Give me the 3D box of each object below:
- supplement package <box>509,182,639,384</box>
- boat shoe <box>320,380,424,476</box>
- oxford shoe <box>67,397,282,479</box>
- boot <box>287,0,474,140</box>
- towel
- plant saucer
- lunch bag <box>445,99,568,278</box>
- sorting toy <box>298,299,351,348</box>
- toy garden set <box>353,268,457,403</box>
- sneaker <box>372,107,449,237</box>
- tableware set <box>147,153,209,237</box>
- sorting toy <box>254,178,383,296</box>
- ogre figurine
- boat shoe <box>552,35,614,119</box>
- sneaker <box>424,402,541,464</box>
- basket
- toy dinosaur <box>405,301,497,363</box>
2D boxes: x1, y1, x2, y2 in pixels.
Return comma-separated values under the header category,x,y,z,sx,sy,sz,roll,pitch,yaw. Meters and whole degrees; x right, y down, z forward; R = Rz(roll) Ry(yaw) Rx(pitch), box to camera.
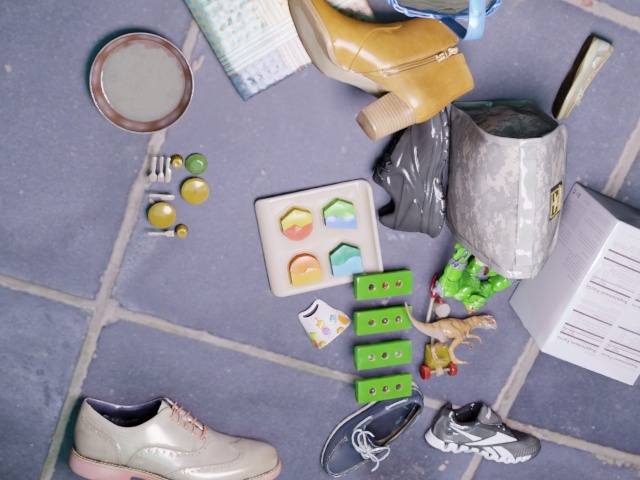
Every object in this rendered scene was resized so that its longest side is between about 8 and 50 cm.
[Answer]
category,x,y,z,sx,sy,sz,roll,pitch,yaw
supplement package,0.506,0.075,1.752,0.198,0.199,0.262,21,108,-15
boat shoe,0.102,0.375,1.895,0.254,0.079,0.095,-40,111,10
oxford shoe,-0.262,0.376,1.826,0.397,0.140,0.146,6,104,-11
boot,0.100,-0.322,1.577,0.211,0.104,0.295,-33,93,-16
towel,-0.099,-0.441,1.564,0.272,0.040,0.370,-28,114,5
plant saucer,-0.293,-0.260,1.619,0.169,0.029,0.168,-2,113,-5
lunch bag,0.312,-0.091,1.617,0.169,0.287,0.235,-2,111,-5
sorting toy,0.000,0.151,1.819,0.083,0.045,0.075,-41,91,10
toy garden set,0.155,0.168,1.826,0.204,0.049,0.244,-6,106,-19
sneaker,0.155,-0.140,1.683,0.130,0.109,0.286,3,108,3
tableware set,-0.246,-0.078,1.704,0.104,0.024,0.154,2,111,-11
sorting toy,0.000,0.000,1.753,0.208,0.038,0.192,-10,113,-2
ogre figurine,0.284,0.064,1.777,0.097,0.197,0.118,50,117,19
boat shoe,0.449,-0.272,1.685,0.048,0.056,0.153,22,101,-10
sneaker,0.328,0.370,1.919,0.235,0.078,0.106,10,113,-8
basket,0.195,-0.447,1.456,0.201,0.289,0.254,0,113,-7
toy dinosaur,0.225,0.169,1.801,0.212,0.064,0.112,2,85,-30
